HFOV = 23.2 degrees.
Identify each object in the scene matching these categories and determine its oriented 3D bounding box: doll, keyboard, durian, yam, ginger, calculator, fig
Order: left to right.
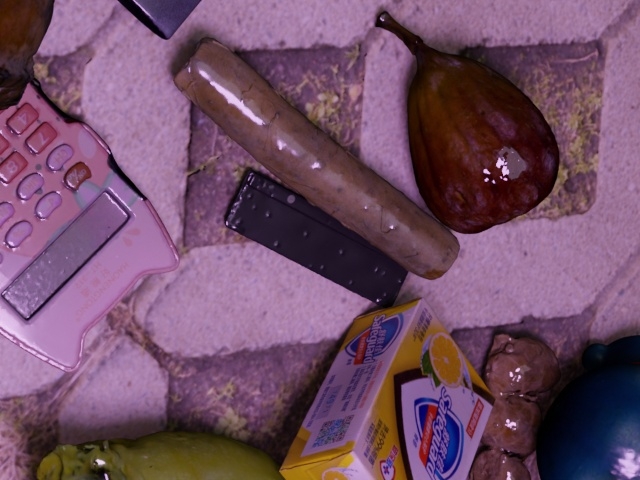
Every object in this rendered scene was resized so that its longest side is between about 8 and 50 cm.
[{"bbox_3d":[-0.309,-0.038,1.573,0.220,0.048,0.329,-46,109,-14],"label":"calculator"},{"bbox_3d":[-0.130,0.312,1.590,0.340,0.204,0.255,-3,65,-47],"label":"durian"},{"bbox_3d":[-0.003,-0.081,1.682,0.371,0.083,0.083,39,78,-17],"label":"yam"},{"bbox_3d":[0.000,0.000,1.733,0.231,0.023,0.072,27,87,-25],"label":"keyboard"},{"bbox_3d":[0.149,-0.143,1.734,0.145,0.170,0.274,-30,87,-34],"label":"fig"},{"bbox_3d":[0.224,0.213,1.824,0.104,0.080,0.204,17,85,-31],"label":"ginger"},{"bbox_3d":[0.350,0.222,1.792,0.186,0.322,0.198,33,116,-1],"label":"doll"}]

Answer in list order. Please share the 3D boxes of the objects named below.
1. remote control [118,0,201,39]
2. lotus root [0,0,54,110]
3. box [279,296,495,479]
[{"bbox_3d":[-0.085,-0.385,1.647,0.107,0.044,0.377,41,77,-18],"label":"remote control"},{"bbox_3d":[-0.358,-0.238,1.412,0.267,0.149,0.260,-8,73,-34],"label":"lotus root"},{"bbox_3d":[0.079,0.206,1.674,0.168,0.097,0.265,55,37,-18],"label":"box"}]
